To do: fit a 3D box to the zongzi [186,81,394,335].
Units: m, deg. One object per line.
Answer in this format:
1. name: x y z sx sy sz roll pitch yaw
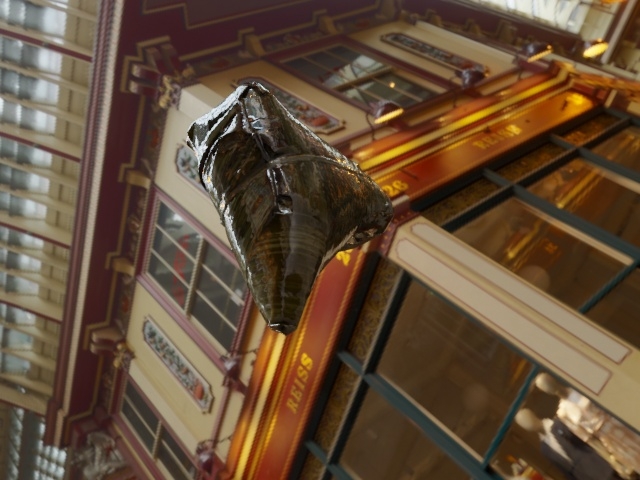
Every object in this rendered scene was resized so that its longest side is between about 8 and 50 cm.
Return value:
1. zongzi: 0.000 0.000 0.661 0.134 0.288 0.286 -38 -38 24
